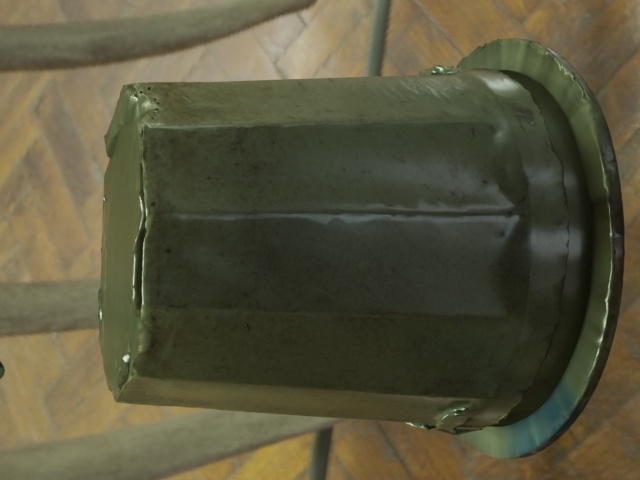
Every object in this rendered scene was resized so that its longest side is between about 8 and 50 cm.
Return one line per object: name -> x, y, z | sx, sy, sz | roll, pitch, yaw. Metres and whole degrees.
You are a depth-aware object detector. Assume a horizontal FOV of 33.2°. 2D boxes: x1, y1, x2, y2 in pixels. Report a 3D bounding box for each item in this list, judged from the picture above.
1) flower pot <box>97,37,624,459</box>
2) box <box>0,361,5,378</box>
flower pot -> 0.000, 0.000, 0.515 | 0.212, 0.202, 0.212 | -178, 90, -73
box -> -0.314, 0.008, 0.616 | 0.045, 0.211, 0.270 | -20, 100, 36
